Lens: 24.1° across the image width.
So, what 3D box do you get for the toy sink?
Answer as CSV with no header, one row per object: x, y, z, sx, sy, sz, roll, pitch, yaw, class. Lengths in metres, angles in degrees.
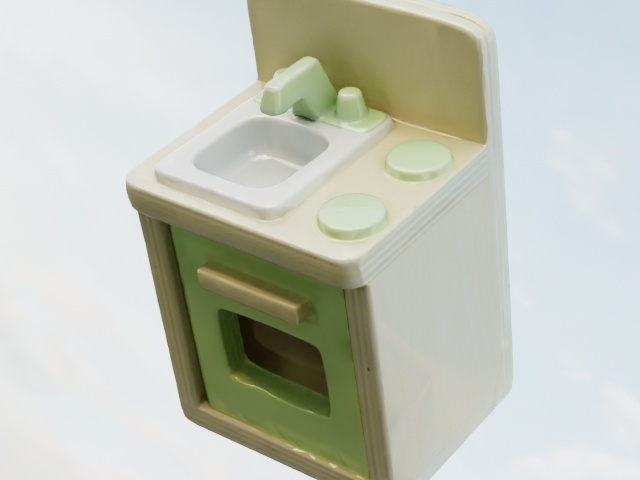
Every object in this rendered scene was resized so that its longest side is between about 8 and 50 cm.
0.000,0.000,0.776,0.153,0.131,0.234,20,-47,33,toy sink
